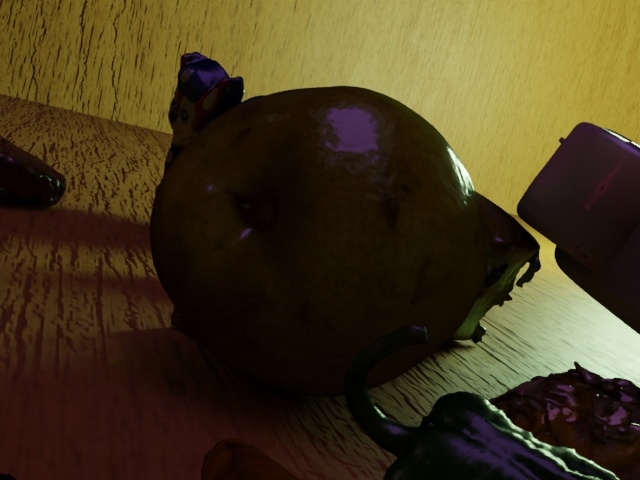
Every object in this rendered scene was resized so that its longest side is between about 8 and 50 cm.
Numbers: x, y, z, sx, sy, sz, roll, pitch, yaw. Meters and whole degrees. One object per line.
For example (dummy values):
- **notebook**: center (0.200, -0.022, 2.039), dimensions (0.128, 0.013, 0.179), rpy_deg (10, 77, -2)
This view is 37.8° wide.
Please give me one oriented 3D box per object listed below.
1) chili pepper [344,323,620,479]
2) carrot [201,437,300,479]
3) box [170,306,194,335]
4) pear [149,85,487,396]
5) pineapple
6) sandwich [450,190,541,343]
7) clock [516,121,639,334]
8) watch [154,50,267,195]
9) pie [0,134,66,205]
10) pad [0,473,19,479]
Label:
- **chili pepper**: center (0.116, 0.119, 0.308), dimensions (0.257, 0.074, 0.100), rpy_deg (22, -22, 22)
- **carrot**: center (0.014, 0.114, 0.283), dimensions (0.066, 0.062, 0.271), rpy_deg (-30, 29, -29)
- **box**: center (-0.057, 0.056, 0.655), dimensions (0.051, 0.023, 0.082), rpy_deg (19, 9, 35)
- **pear**: center (0.000, 0.000, 0.562), dimensions (0.200, 0.200, 0.200), rpy_deg (14, 8, -2)
- **pineapple**: center (0.173, 0.115, 0.453), dimensions (0.225, 0.076, 0.225), rpy_deg (19, 7, -3)
- **sandwich**: center (0.095, 0.011, 0.743), dimensions (0.128, 0.122, 0.236), rpy_deg (31, 2, 17)
- **clock**: center (0.330, 0.057, 0.732), dimensions (0.295, 0.113, 0.322), rpy_deg (23, 16, -49)
- **watch**: center (-0.058, -0.083, 1.034), dimensions (0.171, 0.196, 0.200), rpy_deg (32, 24, 35)
- **pie**: center (-0.330, -0.084, 0.957), dimensions (0.153, 0.038, 0.153), rpy_deg (33, 2, -1)
- **pad**: center (-0.121, 0.106, 0.276), dimensions (0.112, 0.003, 0.157), rpy_deg (19, 10, 29)
